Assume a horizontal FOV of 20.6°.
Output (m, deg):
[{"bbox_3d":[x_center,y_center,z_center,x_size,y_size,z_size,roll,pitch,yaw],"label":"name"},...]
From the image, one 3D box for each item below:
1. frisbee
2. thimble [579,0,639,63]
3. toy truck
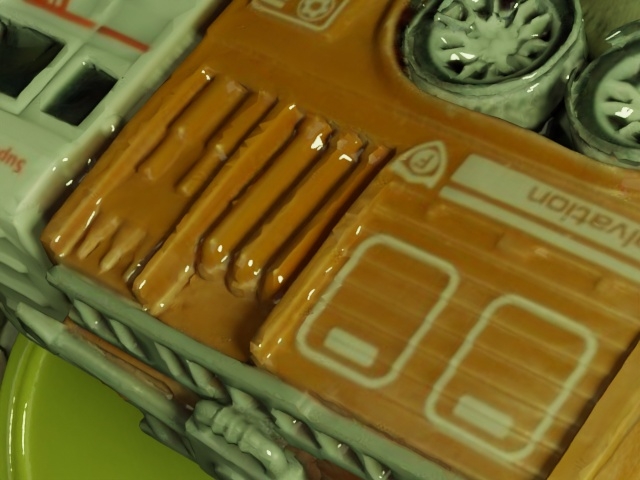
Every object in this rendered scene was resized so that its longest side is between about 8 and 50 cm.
[{"bbox_3d":[-0.063,0.102,0.865,0.236,0.017,0.236,-2,86,28],"label":"frisbee"},{"bbox_3d":[0.164,-0.087,0.711,0.115,0.102,0.090,39,104,16],"label":"thimble"},{"bbox_3d":[0.000,0.000,0.690,0.387,0.173,0.207,25,63,35],"label":"toy truck"}]
